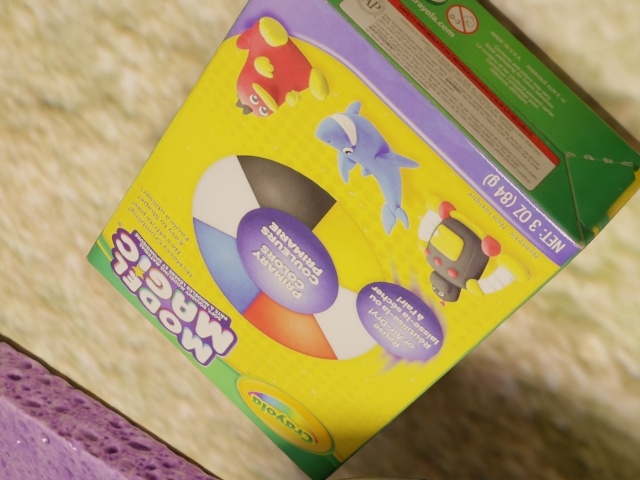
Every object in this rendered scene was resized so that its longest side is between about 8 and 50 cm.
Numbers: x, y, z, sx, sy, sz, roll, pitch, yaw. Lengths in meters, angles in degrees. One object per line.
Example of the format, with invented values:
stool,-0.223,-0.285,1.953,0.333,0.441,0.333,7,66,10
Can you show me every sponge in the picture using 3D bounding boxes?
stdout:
sponge,-0.134,0.113,0.819,0.210,0.031,0.117,30,139,18

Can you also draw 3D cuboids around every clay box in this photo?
clay box,0.000,0.000,0.585,0.127,0.053,0.222,44,140,4

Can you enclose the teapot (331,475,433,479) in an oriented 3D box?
teapot,0.053,0.198,0.615,0.256,0.187,0.252,46,116,27
